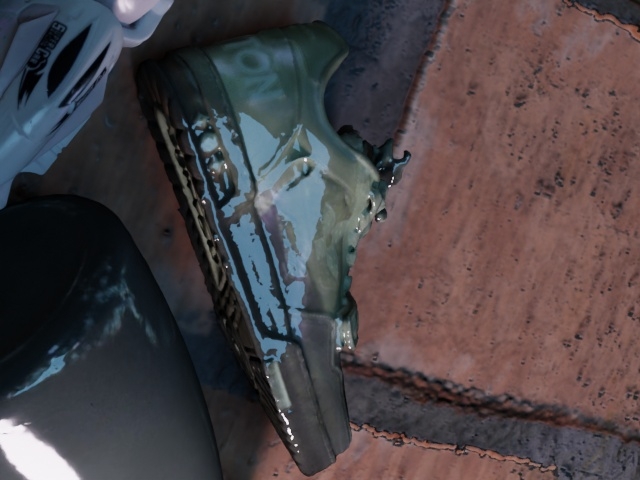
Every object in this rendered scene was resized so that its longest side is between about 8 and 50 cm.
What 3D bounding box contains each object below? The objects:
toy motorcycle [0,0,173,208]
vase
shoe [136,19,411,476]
[{"bbox_3d":[-0.164,-0.082,0.790,0.254,0.112,0.112,-50,123,-8],"label":"toy motorcycle"},{"bbox_3d":[-0.119,0.142,0.863,0.173,0.173,0.321,-39,126,-13],"label":"vase"},{"bbox_3d":[0.000,-0.001,0.906,0.149,0.109,0.293,-25,112,-15],"label":"shoe"}]
